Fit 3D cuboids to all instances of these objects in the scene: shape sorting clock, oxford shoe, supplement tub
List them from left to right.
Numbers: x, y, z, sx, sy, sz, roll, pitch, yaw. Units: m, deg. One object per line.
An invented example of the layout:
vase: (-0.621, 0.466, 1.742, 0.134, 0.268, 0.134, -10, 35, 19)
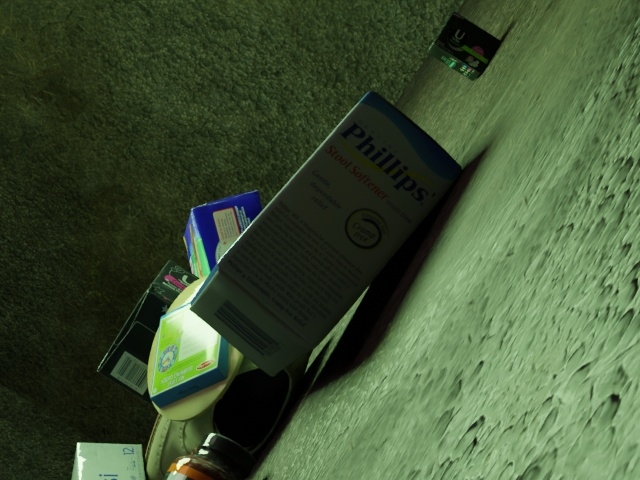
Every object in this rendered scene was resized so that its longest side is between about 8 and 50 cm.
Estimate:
supplement tub: (-0.153, 0.326, 1.639, 0.198, 0.106, 0.106, -60, 4, -22)
shape sorting clock: (-0.163, 0.144, 1.875, 0.206, 0.040, 0.206, -31, 44, 35)
oxford shoe: (-0.146, 0.260, 1.912, 0.397, 0.140, 0.146, -59, 10, 27)

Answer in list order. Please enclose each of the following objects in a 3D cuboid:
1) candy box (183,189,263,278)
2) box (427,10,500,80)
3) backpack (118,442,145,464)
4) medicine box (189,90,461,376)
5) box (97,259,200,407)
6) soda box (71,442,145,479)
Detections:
candy box: (-0.137, 0.081, 2.303, 0.122, 0.268, 0.317, -14, -6, -9)
box: (0.212, -0.286, 2.066, 0.062, 0.083, 0.052, -59, 2, -10)
backpack: (-0.346, 0.484, 2.706, 0.116, 0.158, 0.173, -66, 15, 1)
medicine box: (0.000, 0.000, 1.690, 0.289, 0.149, 0.263, -50, 1, -18)
box: (-0.171, 0.175, 2.052, 0.163, 0.247, 0.142, -56, 2, 20)
soda box: (-0.288, 0.404, 1.916, 0.286, 0.098, 0.091, -109, 27, -54)
